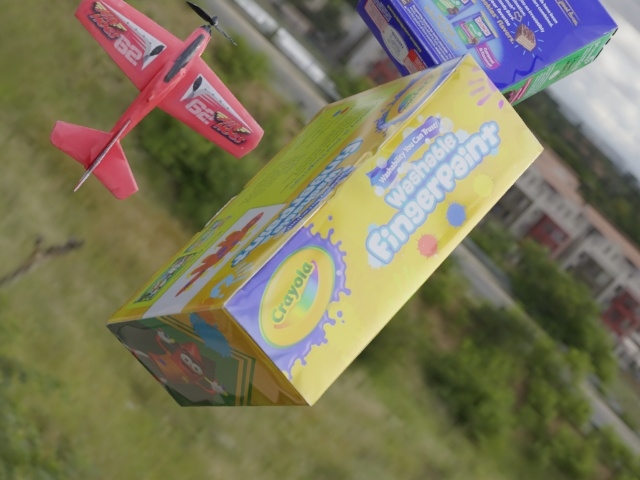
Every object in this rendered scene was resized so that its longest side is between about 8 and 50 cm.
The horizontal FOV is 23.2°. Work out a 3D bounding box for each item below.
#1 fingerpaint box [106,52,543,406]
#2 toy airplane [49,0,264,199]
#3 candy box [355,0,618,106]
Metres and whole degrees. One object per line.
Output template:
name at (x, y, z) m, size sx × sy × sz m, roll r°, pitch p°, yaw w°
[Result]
fingerpaint box at (0.000, 0.000, 1.905) m, size 0.163 × 0.445 × 0.371 m, roll 50°, pitch -25°, yaw -14°
toy airplane at (-0.113, -0.089, 1.020) m, size 0.151 × 0.151 × 0.028 m, roll 41°, pitch -9°, yaw -17°
candy box at (0.261, -0.349, 2.442) m, size 0.268 × 0.317 × 0.122 m, roll 56°, pitch -23°, yaw 11°
